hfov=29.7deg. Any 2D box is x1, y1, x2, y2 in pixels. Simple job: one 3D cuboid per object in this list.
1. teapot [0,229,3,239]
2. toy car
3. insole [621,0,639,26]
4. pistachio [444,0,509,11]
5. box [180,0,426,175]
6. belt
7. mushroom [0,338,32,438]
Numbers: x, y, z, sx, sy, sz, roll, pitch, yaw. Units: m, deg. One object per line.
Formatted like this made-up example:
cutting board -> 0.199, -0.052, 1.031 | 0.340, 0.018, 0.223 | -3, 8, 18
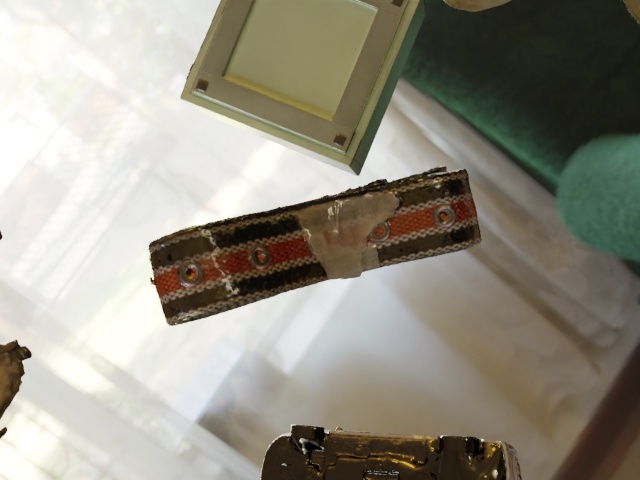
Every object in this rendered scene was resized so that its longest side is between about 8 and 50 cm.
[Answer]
teapot -> -0.299, -0.016, 0.996 | 0.100, 0.068, 0.045 | -142, 47, -64
toy car -> 0.060, 0.200, 0.991 | 0.108, 0.210, 0.089 | 30, -119, -70
insole -> 0.237, -0.135, 0.803 | 0.004, 0.188, 0.064 | -6, 53, 44
pistachio -> 0.153, -0.259, 0.877 | 0.206, 0.131, 0.129 | -43, 32, 14
box -> -0.019, -0.228, 1.465 | 0.117, 0.225, 0.225 | 20, -88, -83
belt -> 0.000, 0.000, 1.205 | 0.360, 0.094, 0.126 | -16, 4, -29
mushroom -> -0.650, 0.194, 1.737 | 0.397, 0.313, 0.224 | -19, 30, 40
